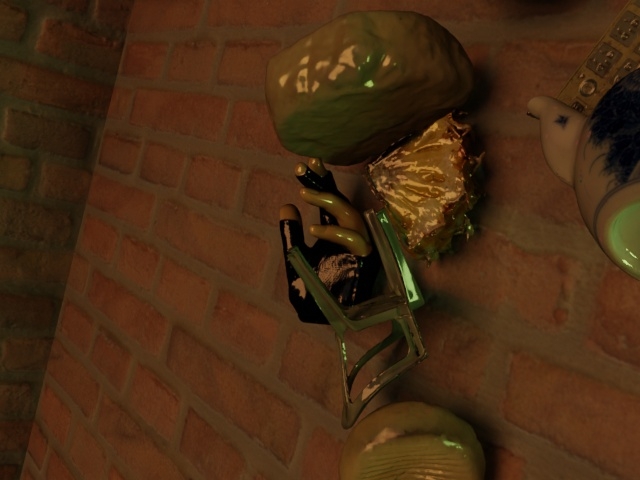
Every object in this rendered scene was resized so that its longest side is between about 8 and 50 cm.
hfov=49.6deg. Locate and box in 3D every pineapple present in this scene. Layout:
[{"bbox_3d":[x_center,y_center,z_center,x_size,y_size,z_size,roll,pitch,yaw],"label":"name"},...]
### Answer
[{"bbox_3d":[0.157,-0.084,1.057,0.186,0.114,0.236,10,82,24],"label":"pineapple"}]

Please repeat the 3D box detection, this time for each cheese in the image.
[{"bbox_3d":[0.069,-0.223,1.077,0.326,0.318,0.115,116,147,-72],"label":"cheese"}]

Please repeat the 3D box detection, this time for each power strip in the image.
[{"bbox_3d":[0.388,-0.227,0.899,0.268,0.034,0.092,-56,45,25],"label":"power strip"}]

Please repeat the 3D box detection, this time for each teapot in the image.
[{"bbox_3d":[0.404,-0.091,0.713,0.424,0.252,0.280,13,53,32],"label":"teapot"}]

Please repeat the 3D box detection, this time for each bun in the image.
[{"bbox_3d":[0.130,0.316,0.992,0.222,0.222,0.127,-60,3,21],"label":"bun"}]

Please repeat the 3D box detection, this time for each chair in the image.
[{"bbox_3d":[0.059,0.112,1.029,0.191,0.203,0.274,-25,91,0],"label":"chair"}]

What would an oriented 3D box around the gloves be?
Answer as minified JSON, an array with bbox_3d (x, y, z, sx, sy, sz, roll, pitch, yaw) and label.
[{"bbox_3d":[0.005,0.004,1.202,0.197,0.152,0.300,-2,104,43],"label":"gloves"}]
